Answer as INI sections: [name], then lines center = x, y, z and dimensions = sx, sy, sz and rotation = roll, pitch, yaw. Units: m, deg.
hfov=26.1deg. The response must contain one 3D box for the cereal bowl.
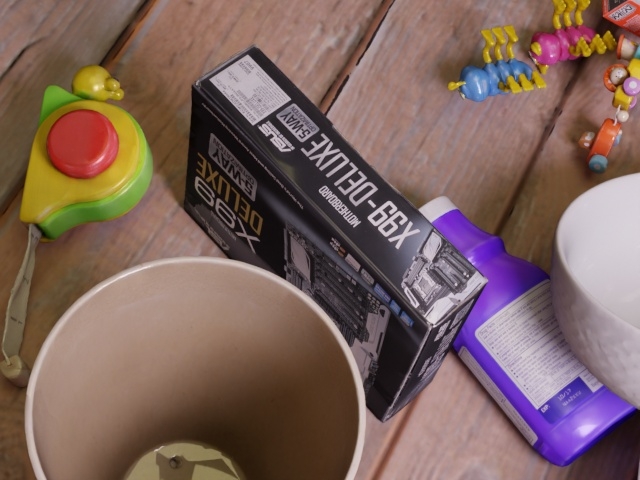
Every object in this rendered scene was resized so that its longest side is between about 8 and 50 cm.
[cereal bowl]
center = 0.373, 0.072, 1.259
dimensions = 0.339, 0.141, 0.339
rotation = 1, 33, -1

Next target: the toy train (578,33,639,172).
[toy train]
center = 0.319, -0.158, 1.483
dimensions = 0.046, 0.125, 0.166
rotation = 25, 55, 11

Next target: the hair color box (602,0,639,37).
[hair color box]
center = 0.378, -0.260, 1.545
dimensions = 0.141, 0.043, 0.072
rotation = 22, 57, -31

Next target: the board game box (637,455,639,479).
[board game box]
center = 0.381, 0.210, 1.224
dimensions = 0.193, 0.053, 0.305
rotation = 2, 29, 15

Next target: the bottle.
[bottle]
center = 0.185, 0.081, 1.351
dimensions = 0.118, 0.092, 0.283
rotation = -33, 72, -19

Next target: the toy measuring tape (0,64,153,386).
[toy measuring tape]
center = -0.229, -0.019, 1.338
dimensions = 0.121, 0.121, 0.330
rotation = 7, 71, -4

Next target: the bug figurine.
[bug figurine]
center = 0.202, -0.260, 1.538
dimensions = 0.216, 0.072, 0.279
rotation = -10, 60, -20

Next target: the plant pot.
[plant pot]
center = -0.107, 0.186, 1.154
dimensions = 0.256, 0.274, 0.256
rotation = 3, 63, -6

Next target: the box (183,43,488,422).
[box]
center = 0.000, 0.000, 1.283
dimensions = 0.076, 0.242, 0.307
rotation = -37, 74, -23
